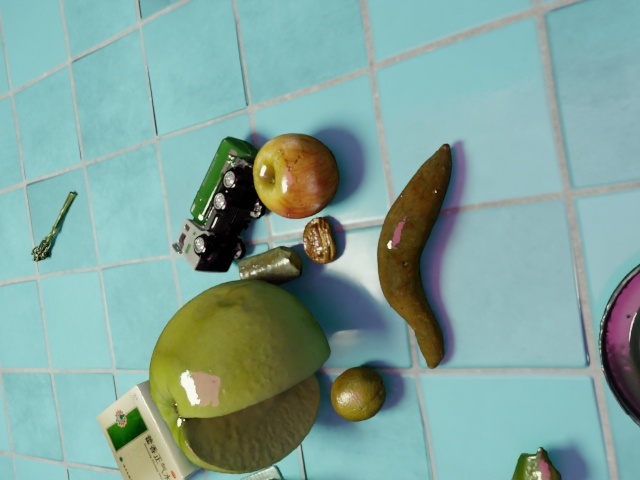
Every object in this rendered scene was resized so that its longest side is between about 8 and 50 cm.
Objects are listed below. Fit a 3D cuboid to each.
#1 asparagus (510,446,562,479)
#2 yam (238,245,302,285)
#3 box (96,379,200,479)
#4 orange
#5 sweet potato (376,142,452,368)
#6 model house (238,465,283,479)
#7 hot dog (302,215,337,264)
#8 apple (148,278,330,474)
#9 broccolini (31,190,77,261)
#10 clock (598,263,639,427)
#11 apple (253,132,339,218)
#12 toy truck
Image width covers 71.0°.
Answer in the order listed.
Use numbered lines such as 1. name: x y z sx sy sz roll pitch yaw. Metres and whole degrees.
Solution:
1. asparagus: 0.292 0.448 0.632 0.082 0.085 0.344 4 90 39
2. yam: -0.090 0.050 0.811 0.146 0.069 0.070 -20 84 28
3. box: -0.356 0.420 0.961 0.168 0.095 0.212 -38 77 22
4. orange: 0.063 0.251 0.736 0.095 0.085 0.085 -34 78 27
5. sweet potato: 0.139 0.029 0.684 0.108 0.079 0.347 2 98 15
6. model house: -0.106 0.552 0.772 0.198 0.215 0.224 -27 81 -6
7. hot dog: 0.000 0.000 0.777 0.058 0.035 0.084 -15 86 31
8. apple: -0.127 0.213 0.722 0.291 0.254 0.292 20 120 41
9. broccolini: -0.664 -0.031 1.120 0.044 0.042 0.218 46 110 17
10. clock: 0.482 0.130 0.524 0.280 0.055 0.281 2 95 28
11. apple: -0.036 -0.106 0.743 0.146 0.146 0.147 2 95 27
12. toy truck: -0.179 -0.065 0.829 0.125 0.101 0.243 38 107 34
